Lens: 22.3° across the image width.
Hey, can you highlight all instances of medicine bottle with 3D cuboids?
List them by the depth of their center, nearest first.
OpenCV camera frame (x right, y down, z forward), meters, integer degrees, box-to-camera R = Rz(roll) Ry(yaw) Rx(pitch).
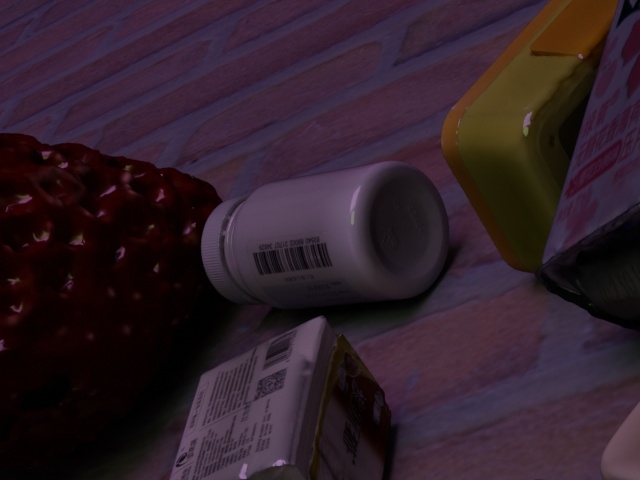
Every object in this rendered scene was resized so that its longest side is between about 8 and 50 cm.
[{"bbox_3d":[0.000,0.000,1.237,0.187,0.103,0.103,-9,35,47],"label":"medicine bottle"}]

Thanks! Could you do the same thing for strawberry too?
[{"bbox_3d":[-0.233,0.025,1.327,0.345,0.295,0.317,-31,-20,-35],"label":"strawberry"}]

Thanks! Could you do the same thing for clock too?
[{"bbox_3d":[0.185,-0.083,1.091,0.202,0.143,0.096,-46,27,-25],"label":"clock"}]

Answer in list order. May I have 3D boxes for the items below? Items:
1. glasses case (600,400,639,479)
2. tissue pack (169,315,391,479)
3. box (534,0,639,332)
[{"bbox_3d":[0.281,0.100,0.694,0.144,0.076,0.336,-46,25,-24],"label":"glasses case"},{"bbox_3d":[-0.024,0.139,1.008,0.106,0.099,0.148,-27,24,24],"label":"tissue pack"},{"bbox_3d":[0.242,-0.134,0.950,0.190,0.112,0.369,132,161,-66],"label":"box"}]
